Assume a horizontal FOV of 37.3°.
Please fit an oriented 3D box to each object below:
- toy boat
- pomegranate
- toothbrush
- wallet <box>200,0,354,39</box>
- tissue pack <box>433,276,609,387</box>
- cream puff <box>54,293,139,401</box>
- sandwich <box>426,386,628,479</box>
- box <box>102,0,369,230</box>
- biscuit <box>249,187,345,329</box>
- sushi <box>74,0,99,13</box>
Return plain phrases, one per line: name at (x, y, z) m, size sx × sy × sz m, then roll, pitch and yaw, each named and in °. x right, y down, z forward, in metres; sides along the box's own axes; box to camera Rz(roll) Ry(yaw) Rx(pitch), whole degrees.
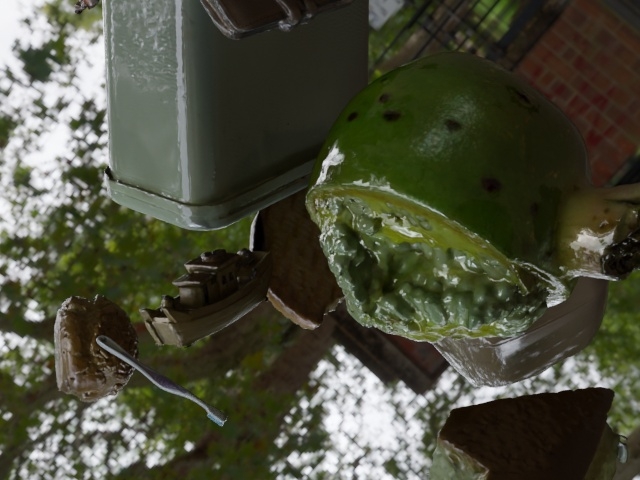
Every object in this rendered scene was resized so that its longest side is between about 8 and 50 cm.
toy boat at (-0.109, 0.048, 0.965) m, size 0.064 × 0.072 × 0.206 m, roll 1°, pitch -166°, yaw 25°
pomegranate at (0.145, -0.030, 0.814) m, size 0.340 × 0.260 × 0.260 m, roll 6°, pitch 180°, yaw 27°
toothbrush at (-0.132, 0.114, 0.784) m, size 0.131 × 0.013 × 0.011 m, roll 32°, pitch -136°, yaw 12°
wallet at (-0.044, -0.240, 0.847) m, size 0.152 × 0.039 × 0.118 m, roll -27°, pitch -104°, yaw -34°
tissue pack at (0.221, -0.005, 1.366) m, size 0.387 × 0.267 × 0.277 m, roll 56°, pitch 171°, yaw 47°
cream puff at (-0.281, 0.134, 1.190) m, size 0.103 × 0.144 × 0.126 m, roll -1°, pitch -123°, yaw -21°
sandwich at (0.129, 0.196, 0.677) m, size 0.128 × 0.122 × 0.235 m, roll 20°, pitch -142°, yaw 23°
box at (-0.089, -0.235, 1.112) m, size 0.177 × 0.344 × 0.352 m, roll 17°, pitch -151°, yaw 32°
biscuit at (0.000, 0.001, 1.185) m, size 0.176 × 0.031 × 0.228 m, roll 36°, pitch -124°, yaw 11°
sushi at (-0.136, -0.325, 0.763) m, size 0.130 × 0.332 × 0.124 m, roll 32°, pitch -136°, yaw -28°
